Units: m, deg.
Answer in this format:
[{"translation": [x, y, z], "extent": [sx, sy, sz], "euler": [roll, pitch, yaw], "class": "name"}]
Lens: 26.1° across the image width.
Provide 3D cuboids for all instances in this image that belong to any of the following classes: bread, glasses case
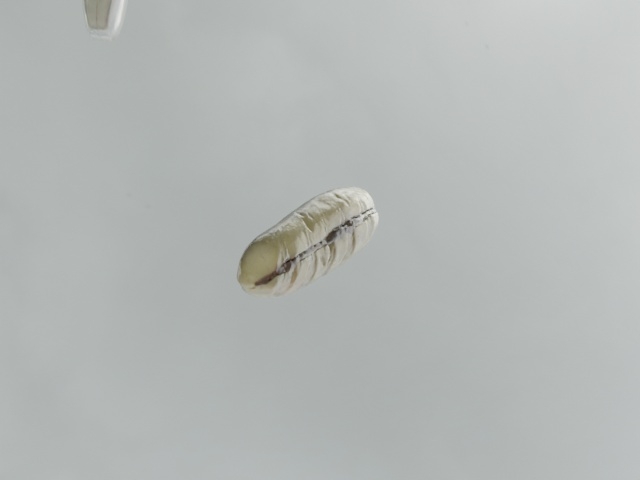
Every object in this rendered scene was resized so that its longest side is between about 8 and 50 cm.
[{"translation": [-0.001, 0.000, 1.234], "extent": [0.053, 0.214, 0.073], "euler": [25, -61, 22], "class": "bread"}, {"translation": [-0.223, -0.306, 1.452], "extent": [0.049, 0.074, 0.193], "euler": [4, -94, 2], "class": "glasses case"}]
